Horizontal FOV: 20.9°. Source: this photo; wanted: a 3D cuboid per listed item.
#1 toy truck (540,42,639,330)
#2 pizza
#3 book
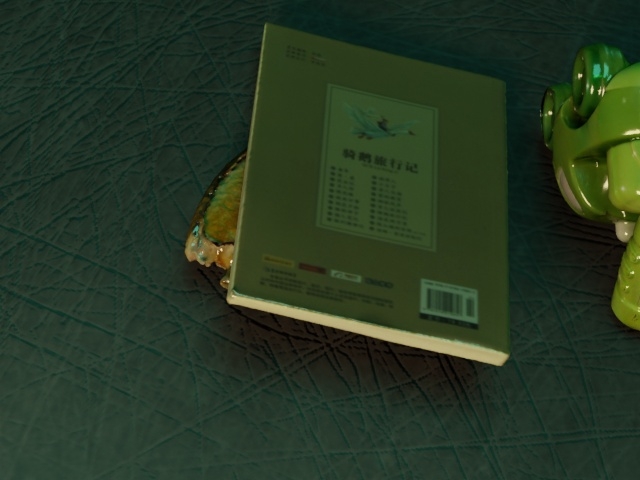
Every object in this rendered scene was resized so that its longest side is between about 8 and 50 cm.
[{"bbox_3d":[0.263,-0.057,1.373,0.148,0.187,0.210,2,59,-6],"label":"toy truck"},{"bbox_3d":[0.000,0.000,1.369,0.195,0.052,0.185,31,49,10],"label":"pizza"},{"bbox_3d":[0.046,-0.045,1.379,0.217,0.021,0.310,13,46,-8],"label":"book"}]
